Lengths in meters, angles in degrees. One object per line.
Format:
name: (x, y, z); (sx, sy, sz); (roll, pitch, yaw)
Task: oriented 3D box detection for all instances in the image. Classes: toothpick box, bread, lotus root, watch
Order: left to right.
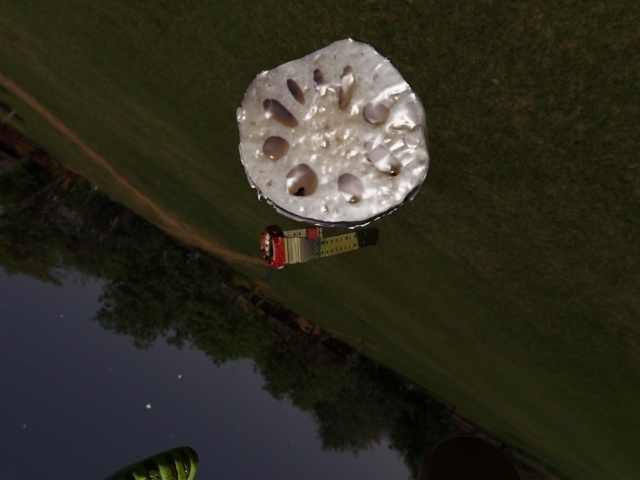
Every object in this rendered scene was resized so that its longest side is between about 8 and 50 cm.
bread: (-0.251, 0.359, 0.689); (0.139, 0.130, 0.071); (8, -132, -56)
watch: (-0.009, 0.000, 1.116); (0.268, 0.102, 0.165); (-10, -166, -35)
lotus root: (0.027, -0.166, 0.692); (0.272, 0.272, 0.192); (34, -151, -10)
toothpick box: (0.223, 0.447, 0.761); (0.192, 0.192, 0.294); (28, 141, 30)
